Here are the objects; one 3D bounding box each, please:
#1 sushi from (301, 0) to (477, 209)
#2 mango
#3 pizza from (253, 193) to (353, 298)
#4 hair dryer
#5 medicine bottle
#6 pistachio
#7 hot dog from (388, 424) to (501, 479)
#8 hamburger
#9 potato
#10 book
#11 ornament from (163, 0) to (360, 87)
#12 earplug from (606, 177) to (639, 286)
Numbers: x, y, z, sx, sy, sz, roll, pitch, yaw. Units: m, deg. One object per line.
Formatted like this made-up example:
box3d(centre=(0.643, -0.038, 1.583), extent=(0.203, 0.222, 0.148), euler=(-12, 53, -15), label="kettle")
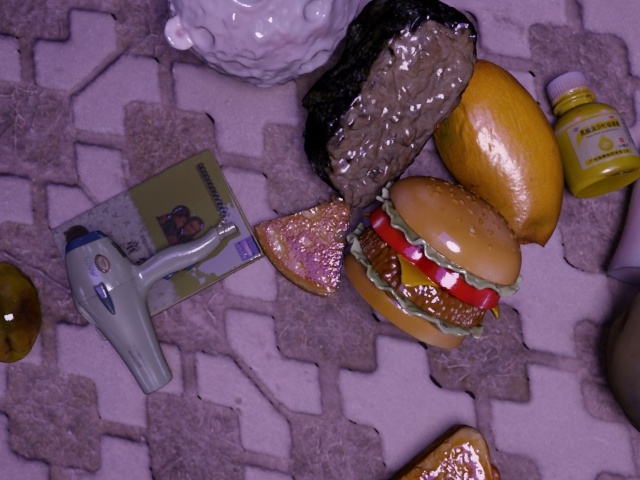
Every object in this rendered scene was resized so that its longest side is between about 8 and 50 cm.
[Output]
box3d(centre=(0.105, -0.227, 0.916), extent=(0.211, 0.170, 0.350), euler=(20, 117, -29), label="sushi")
box3d(centre=(0.316, -0.153, 0.978), extent=(0.187, 0.144, 0.359), euler=(-30, 90, 6), label="mango")
box3d(centre=(0.000, 0.000, 1.026), extent=(0.193, 0.053, 0.201), euler=(-41, 82, 0), label="pizza")
box3d(centre=(-0.283, 0.121, 0.989), extent=(0.299, 0.119, 0.295), euler=(-6, 93, -8), label="hair dryer")
box3d(centre=(0.467, -0.192, 0.982), extent=(0.122, 0.122, 0.212), euler=(-14, 72, 2), label="medicine bottle")
box3d(centre=(-0.581, 0.133, 1.024), extent=(0.100, 0.110, 0.189), euler=(-5, 85, 35), label="pistachio")
box3d(centre=(0.202, 0.443, 0.940), extent=(0.257, 0.150, 0.153), euler=(-40, 76, -1), label="hot dog")
box3d(centre=(0.191, 0.015, 0.896), extent=(0.274, 0.274, 0.212), euler=(36, 112, 5), label="hamburger")
box3d(centre=(0.588, 0.215, 0.878), extent=(0.243, 0.221, 0.326), euler=(-11, 124, 22), label="potato")
box3d(centre=(-0.312, 0.008, 1.052), extent=(0.352, 0.035, 0.239), euler=(-28, 84, 2), label="book")
box3d(centre=(-0.089, -0.427, 0.932), extent=(0.337, 0.337, 0.336), euler=(0, 86, 3), label="ornament")
box3d(centre=(0.609, -0.075, 0.957), extent=(0.173, 0.172, 0.301), euler=(14, 80, 4), label="earplug")
